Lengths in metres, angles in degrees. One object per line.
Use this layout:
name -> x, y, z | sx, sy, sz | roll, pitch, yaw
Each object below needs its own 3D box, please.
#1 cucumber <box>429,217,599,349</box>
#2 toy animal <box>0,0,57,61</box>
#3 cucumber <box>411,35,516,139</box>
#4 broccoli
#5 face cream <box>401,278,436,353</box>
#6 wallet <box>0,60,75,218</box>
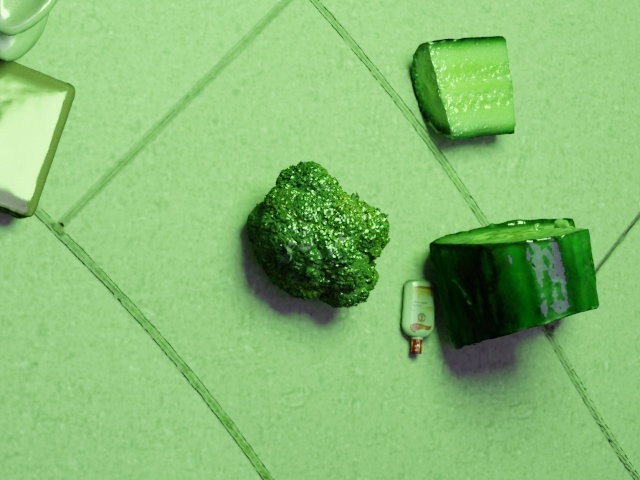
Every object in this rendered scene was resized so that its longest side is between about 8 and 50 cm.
cucumber -> 0.216, 0.041, 1.504 | 0.191, 0.191, 0.130 | -17, 90, -24
toy animal -> -0.373, -0.236, 1.274 | 0.258, 0.194, 0.357 | 43, 60, 11
cucumber -> 0.167, -0.176, 1.568 | 0.115, 0.062, 0.117 | -8, 95, -23
broccoli -> 0.000, 0.000, 1.443 | 0.162, 0.146, 0.138 | 47, 34, 7
face cream -> 0.111, 0.087, 1.535 | 0.040, 0.021, 0.083 | 7, 82, -22
wallet -> -0.321, -0.107, 1.358 | 0.118, 0.039, 0.153 | 24, 71, -20
